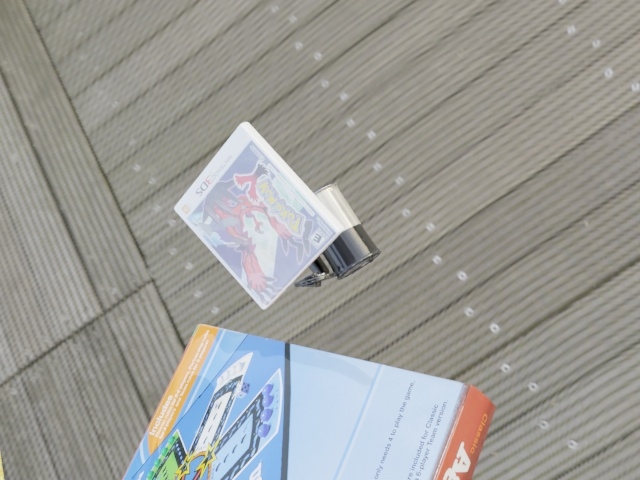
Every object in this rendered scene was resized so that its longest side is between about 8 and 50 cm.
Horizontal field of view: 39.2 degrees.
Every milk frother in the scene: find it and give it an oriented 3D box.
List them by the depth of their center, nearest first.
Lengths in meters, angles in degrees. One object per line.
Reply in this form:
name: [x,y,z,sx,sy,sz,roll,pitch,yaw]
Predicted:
milk frother: [0.000,0.000,1.418,0.129,0.143,0.134,-37,79,19]

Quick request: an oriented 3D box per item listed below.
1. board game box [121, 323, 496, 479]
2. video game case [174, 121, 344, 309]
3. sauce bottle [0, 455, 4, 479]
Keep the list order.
board game box: [-0.050,0.169,0.319,0.145,0.027,0.281,8,64,40]
video game case: [-0.090,-0.031,1.249,0.201,0.023,0.183,47,122,6]
sauce bottle: [-0.349,0.276,0.944,0.042,0.042,0.128,-17,80,17]
